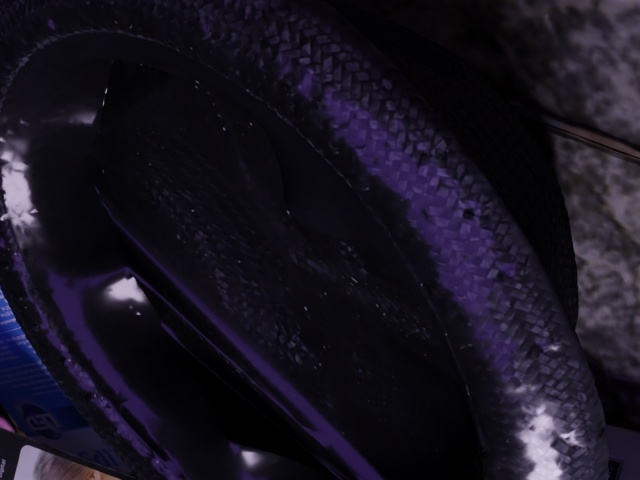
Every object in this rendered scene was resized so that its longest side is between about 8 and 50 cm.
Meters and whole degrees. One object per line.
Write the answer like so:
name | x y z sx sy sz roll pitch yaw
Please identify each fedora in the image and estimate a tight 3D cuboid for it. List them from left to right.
fedora | 0.000 0.000 0.587 0.334 0.152 0.334 22 131 28

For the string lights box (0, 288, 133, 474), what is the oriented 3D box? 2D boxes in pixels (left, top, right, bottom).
string lights box | -0.178 0.026 0.814 0.133 0.077 0.259 -16 115 46

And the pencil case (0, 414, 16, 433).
pencil case | -0.374 0.164 1.063 0.284 0.124 0.124 10 131 33

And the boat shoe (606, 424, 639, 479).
boat shoe | 0.097 0.132 0.683 0.258 0.095 0.084 20 132 24

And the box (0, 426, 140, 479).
box | -0.169 0.196 0.846 0.169 0.087 0.290 -9 150 39
